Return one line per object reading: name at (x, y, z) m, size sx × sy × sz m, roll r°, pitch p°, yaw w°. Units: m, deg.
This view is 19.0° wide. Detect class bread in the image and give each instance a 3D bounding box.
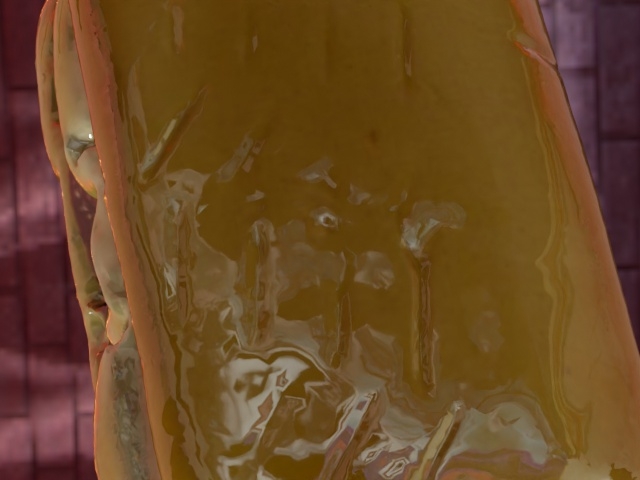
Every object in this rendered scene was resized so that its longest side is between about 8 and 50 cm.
bread at (0.000, 0.000, 0.413) m, size 0.077 × 0.116 × 0.200 m, roll 86°, pitch 173°, yaw -68°
